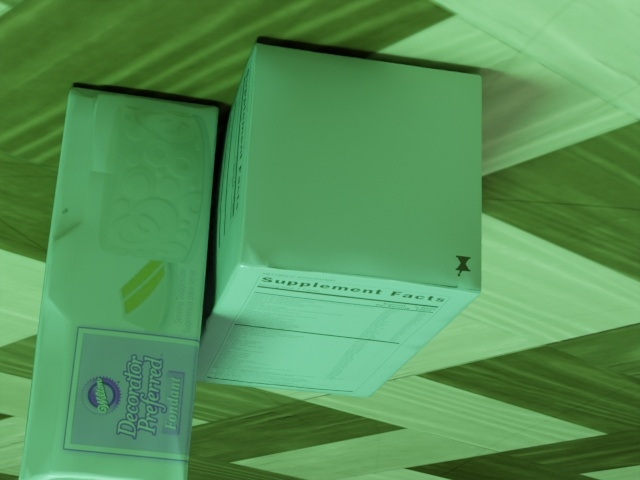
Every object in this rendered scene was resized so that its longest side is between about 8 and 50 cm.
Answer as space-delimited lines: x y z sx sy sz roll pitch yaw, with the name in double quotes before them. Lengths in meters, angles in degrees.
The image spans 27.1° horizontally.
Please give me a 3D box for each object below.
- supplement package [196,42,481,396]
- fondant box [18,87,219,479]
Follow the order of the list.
"supplement package" 0.000 0.000 0.819 0.139 0.134 0.244 7 159 -11
"fondant box" -0.144 0.079 0.894 0.096 0.238 0.330 7 159 -9
